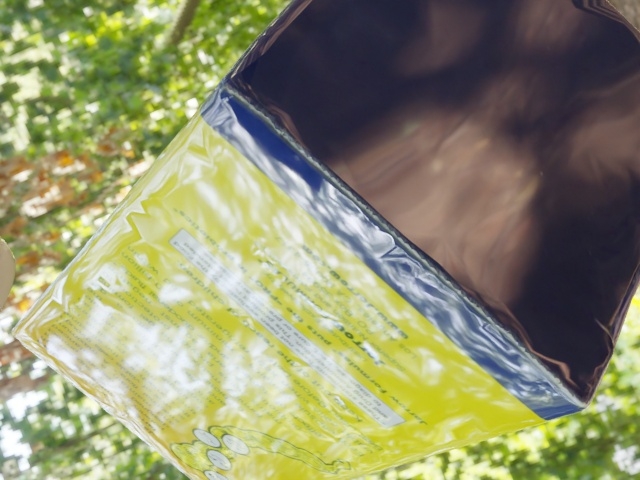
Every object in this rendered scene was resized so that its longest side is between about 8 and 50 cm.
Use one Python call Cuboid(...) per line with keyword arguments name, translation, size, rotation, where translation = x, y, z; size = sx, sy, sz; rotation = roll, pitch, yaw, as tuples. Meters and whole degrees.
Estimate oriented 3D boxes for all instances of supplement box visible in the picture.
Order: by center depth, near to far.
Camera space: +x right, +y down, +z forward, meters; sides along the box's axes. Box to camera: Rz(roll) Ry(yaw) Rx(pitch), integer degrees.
Cuboid(name="supplement box", translation=(0.000, 0.000, 0.581), size=(0.195, 0.194, 0.356), rotation=(42, 147, -9))

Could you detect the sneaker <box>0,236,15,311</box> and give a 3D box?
Cuboid(name="sneaker", translation=(-0.202, 0.030, 0.313), size=(0.079, 0.217, 0.121), rotation=(8, 134, 45))
